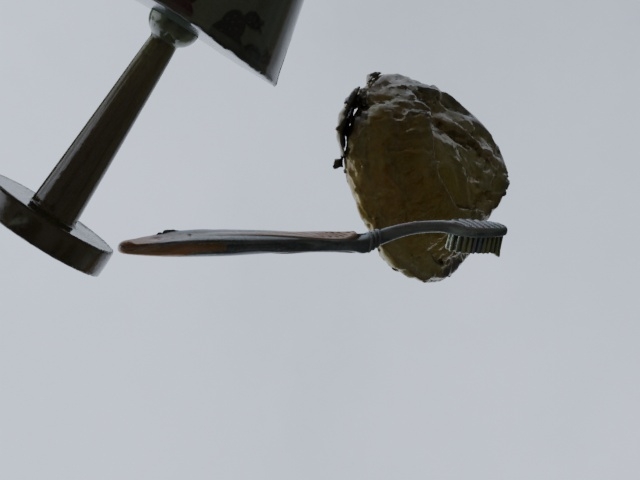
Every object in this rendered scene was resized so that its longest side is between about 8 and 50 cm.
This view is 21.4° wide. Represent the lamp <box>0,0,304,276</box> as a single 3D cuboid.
[{"bbox_3d":[-0.082,-0.092,0.809,0.121,0.121,0.214,32,-87,-37],"label":"lamp"}]

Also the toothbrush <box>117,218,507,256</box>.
[{"bbox_3d":[0.000,0.000,1.525,0.375,0.028,0.037,-1,-66,-22],"label":"toothbrush"}]

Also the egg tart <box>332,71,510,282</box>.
[{"bbox_3d":[0.114,-0.071,1.707,0.252,0.098,0.231,13,-118,-51],"label":"egg tart"}]
